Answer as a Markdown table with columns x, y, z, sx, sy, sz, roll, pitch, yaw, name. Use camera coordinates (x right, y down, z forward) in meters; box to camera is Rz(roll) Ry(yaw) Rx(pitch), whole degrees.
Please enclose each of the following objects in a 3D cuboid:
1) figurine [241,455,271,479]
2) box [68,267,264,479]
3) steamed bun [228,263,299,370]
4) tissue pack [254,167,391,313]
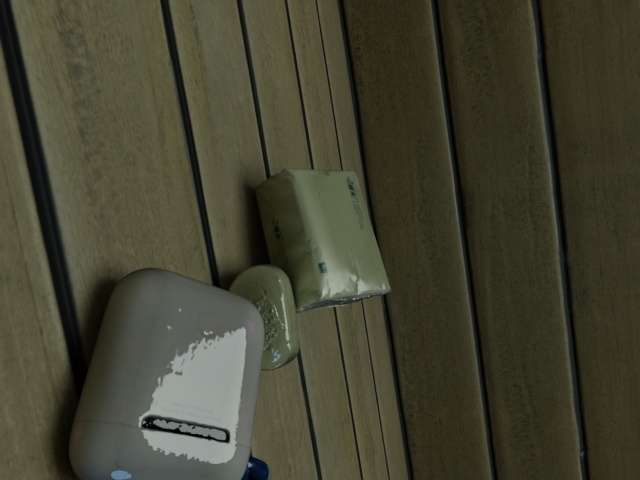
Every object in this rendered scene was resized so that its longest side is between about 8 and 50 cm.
| x | y | z | sx | sy | sz | roll | pitch | yaw | name |
| --- | --- | --- | --- | --- | --- | --- | --- | --- | --- |
| -0.166 | 0.436 | 1.062 | 0.283 | 0.204 | 0.339 | 69 | 15 | -69 | figurine |
| -0.233 | 0.232 | 0.890 | 0.288 | 0.141 | 0.349 | 25 | 58 | -33 | box |
| -0.140 | 0.184 | 1.302 | 0.200 | 0.154 | 0.251 | 24 | 59 | -84 | steamed bun |
| 0.000 | 0.000 | 1.512 | 0.297 | 0.207 | 0.381 | -4 | 73 | -44 | tissue pack |
